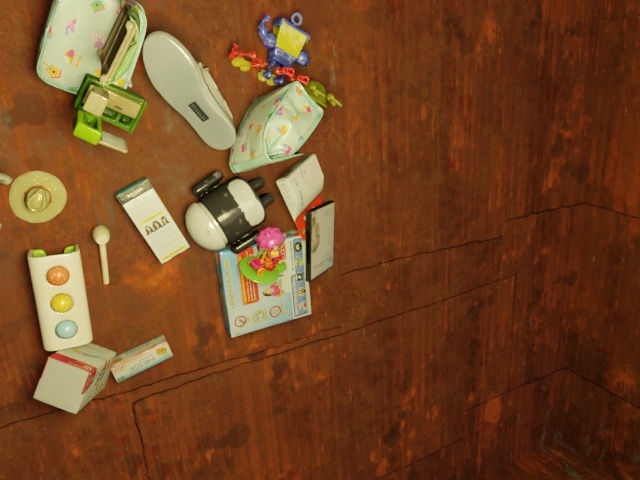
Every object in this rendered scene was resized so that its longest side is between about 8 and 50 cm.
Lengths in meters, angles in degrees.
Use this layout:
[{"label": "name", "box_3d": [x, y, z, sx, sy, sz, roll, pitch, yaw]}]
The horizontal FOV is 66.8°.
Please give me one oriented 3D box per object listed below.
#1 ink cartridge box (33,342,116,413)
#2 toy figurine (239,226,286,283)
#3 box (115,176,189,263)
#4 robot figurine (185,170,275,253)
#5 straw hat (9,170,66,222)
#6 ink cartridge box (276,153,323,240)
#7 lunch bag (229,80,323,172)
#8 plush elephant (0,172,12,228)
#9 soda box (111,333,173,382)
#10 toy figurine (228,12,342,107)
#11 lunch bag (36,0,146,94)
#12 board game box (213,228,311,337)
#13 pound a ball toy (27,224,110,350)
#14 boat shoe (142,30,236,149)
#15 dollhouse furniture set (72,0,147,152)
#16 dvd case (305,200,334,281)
[{"label": "ink cartridge box", "box_3d": [-0.693, 0.381, 1.387, 0.127, 0.176, 0.128, 21, 96, -3]}, {"label": "toy figurine", "box_3d": [-0.150, 0.029, 1.501, 0.173, 0.130, 0.159, -14, 138, -47]}, {"label": "box", "box_3d": [-0.499, -0.059, 1.448, 0.100, 0.060, 0.244, -33, 118, -17]}, {"label": "robot figurine", "box_3d": [-0.280, -0.089, 1.498, 0.278, 0.209, 0.174, -36, 156, -16]}, {"label": "straw hat", "box_3d": [-0.753, -0.109, 1.294, 0.144, 0.061, 0.145, -8, 108, -26]}, {"label": "ink cartridge box", "box_3d": [-0.039, -0.146, 1.628, 0.189, 0.066, 0.232, -51, 122, -45]}, {"label": "lunch bag", "box_3d": [-0.147, -0.312, 1.437, 0.160, 0.223, 0.262, 41, 64, -32]}, {"label": "plush elephant", "box_3d": [-0.858, -0.079, 1.124, 0.255, 0.272, 0.330, -20, 90, 5]}, {"label": "soda box", "box_3d": [-0.568, 0.372, 1.540, 0.183, 0.058, 0.063, -24, 115, -20]}, {"label": "toy figurine", "box_3d": [-0.070, -0.572, 1.464, 0.362, 0.191, 0.217, 19, 90, -33]}, {"label": "lunch bag", "box_3d": [-0.568, -0.493, 1.218, 0.224, 0.108, 0.279, 14, 120, -36]}, {"label": "board game box", "box_3d": [-0.192, 0.141, 1.661, 0.301, 0.086, 0.309, -12, 110, -25]}, {"label": "pound a ball toy", "box_3d": [-0.685, 0.131, 1.360, 0.208, 0.135, 0.320, -8, 109, -26]}, {"label": "boat shoe", "box_3d": [-0.353, -0.438, 1.370, 0.135, 0.157, 0.367, -24, 133, 16]}, {"label": "dollhouse furniture set", "box_3d": [-0.454, -0.381, 1.156, 0.151, 0.198, 0.302, 21, 116, -38]}, {"label": "dvd case", "box_3d": [0.000, 0.000, 1.702, 0.180, 0.022, 0.253, -30, 125, -58]}]
